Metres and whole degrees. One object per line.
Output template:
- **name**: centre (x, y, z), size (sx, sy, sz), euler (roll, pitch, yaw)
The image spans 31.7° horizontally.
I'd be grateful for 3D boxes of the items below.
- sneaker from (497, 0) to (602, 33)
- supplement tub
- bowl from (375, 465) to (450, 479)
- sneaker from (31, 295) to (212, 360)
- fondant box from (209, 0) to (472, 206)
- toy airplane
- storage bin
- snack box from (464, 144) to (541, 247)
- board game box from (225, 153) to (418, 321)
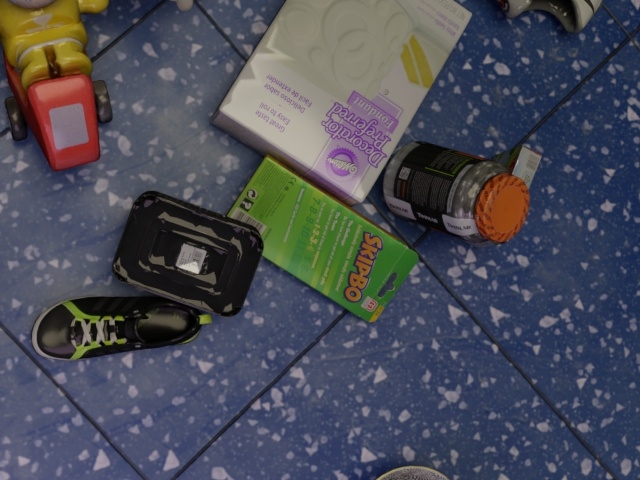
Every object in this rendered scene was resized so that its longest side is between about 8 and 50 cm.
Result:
- **sneaker**: centre (0.277, -0.414, 1.664), size (0.331, 0.122, 0.146), euler (22, 78, -11)
- **supplement tub**: centre (0.188, -0.065, 1.561), size (0.117, 0.190, 0.117), euler (-15, 115, -36)
- **bowl**: centre (0.116, 0.395, 1.567), size (0.170, 0.080, 0.170), euler (1, 85, -14)
- **sneaker**: centre (-0.262, 0.107, 1.485), size (0.235, 0.097, 0.084), euler (-7, 87, -15)
- **fondant box**: centre (0.031, -0.245, 1.598), size (0.238, 0.096, 0.330), euler (33, 79, -10)
- **toy airplane**: centre (-0.364, -0.332, 1.411), size (0.384, 0.272, 0.386), euler (32, 78, -9)
- **storage bin**: centre (-0.176, 0.017, 1.505), size (0.180, 0.084, 0.122), euler (20, 94, -7)
- **snack box**: centre (0.262, -0.062, 1.638), size (0.037, 0.100, 0.141), euler (26, 78, -12)
- **board game box**: centre (0.000, 0.000, 1.576), size (0.259, 0.039, 0.124), euler (33, 102, -7)
